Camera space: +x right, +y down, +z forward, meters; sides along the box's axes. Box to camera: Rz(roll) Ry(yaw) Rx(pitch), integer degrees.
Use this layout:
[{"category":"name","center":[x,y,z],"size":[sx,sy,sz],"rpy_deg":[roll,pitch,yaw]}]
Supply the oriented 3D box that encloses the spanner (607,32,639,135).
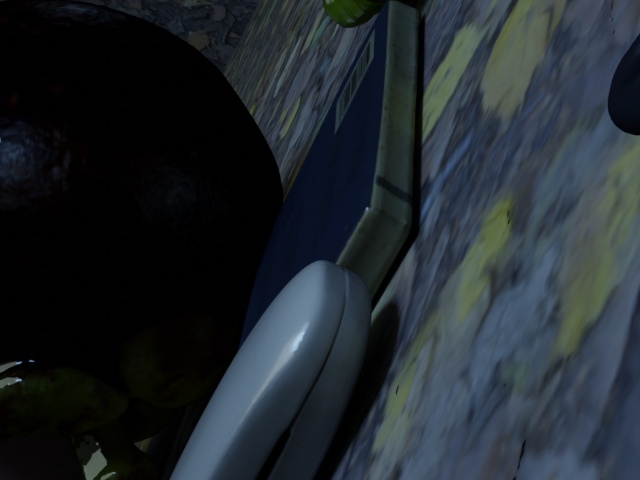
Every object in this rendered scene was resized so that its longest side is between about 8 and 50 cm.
[{"category":"spanner","center":[0.106,-0.040,0.218],"size":[0.087,0.024,0.316],"rpy_deg":[-64,7,2]}]

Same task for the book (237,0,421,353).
[{"category":"book","center":[0.000,0.000,0.730],"size":[0.269,0.025,0.190],"rpy_deg":[-82,17,-61]}]

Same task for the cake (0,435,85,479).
[{"category":"cake","center":[-0.334,0.171,1.091],"size":[0.307,0.293,0.314],"rpy_deg":[-44,9,43]}]

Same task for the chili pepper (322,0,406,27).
[{"category":"chili pepper","center":[0.036,-0.169,0.895],"size":[0.202,0.050,0.051],"rpy_deg":[-144,62,-84]}]

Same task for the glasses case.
[{"category":"glasses case","center":[-0.032,0.095,0.573],"size":[0.074,0.049,0.193],"rpy_deg":[-88,23,-68]}]

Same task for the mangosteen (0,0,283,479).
[{"category":"mangosteen","center":[-0.182,-0.007,0.941],"size":[0.313,0.297,0.297],"rpy_deg":[-60,9,6]}]
